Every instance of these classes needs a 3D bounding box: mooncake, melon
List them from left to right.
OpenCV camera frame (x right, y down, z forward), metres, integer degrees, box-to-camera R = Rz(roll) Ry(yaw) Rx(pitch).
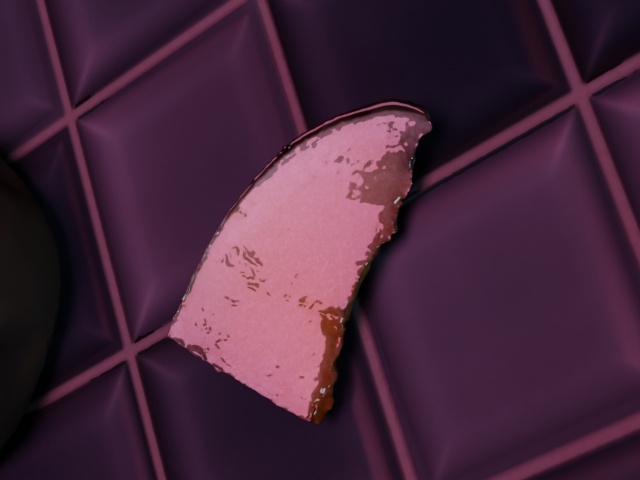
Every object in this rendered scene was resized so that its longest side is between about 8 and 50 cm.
[{"bbox_3d":[-0.298,0.040,1.057,0.275,0.135,0.274,-10,74,40],"label":"mooncake"},{"bbox_3d":[-0.007,-0.001,0.891,0.098,0.054,0.182,25,99,31],"label":"melon"}]
